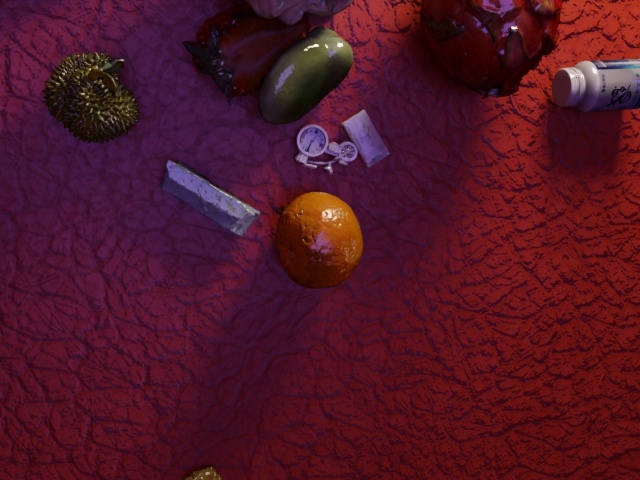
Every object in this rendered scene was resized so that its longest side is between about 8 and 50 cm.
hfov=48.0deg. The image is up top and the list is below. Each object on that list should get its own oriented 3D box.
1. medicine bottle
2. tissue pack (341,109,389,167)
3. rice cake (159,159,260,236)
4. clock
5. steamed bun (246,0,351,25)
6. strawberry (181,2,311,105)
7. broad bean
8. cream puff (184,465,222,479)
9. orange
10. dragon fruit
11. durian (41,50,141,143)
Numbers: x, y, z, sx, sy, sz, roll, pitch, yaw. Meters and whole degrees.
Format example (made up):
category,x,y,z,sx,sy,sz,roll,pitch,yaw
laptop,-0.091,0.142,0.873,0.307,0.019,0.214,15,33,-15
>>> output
category,x,y,z,sx,sy,sz,roll,pitch,yaw
medicine bottle,0.597,-0.329,1.528,0.191,0.107,0.107,-5,101,-13
tissue pack,0.093,-0.209,1.475,0.056,0.023,0.108,-34,105,-5
rice cake,-0.221,-0.082,1.405,0.206,0.063,0.069,31,98,-15
clock,0.009,-0.181,1.453,0.129,0.041,0.087,17,92,-10
steamed bun,-0.034,-0.523,1.244,0.320,0.206,0.275,-43,99,-32
strawberry,-0.136,-0.384,1.338,0.228,0.098,0.174,-44,140,-11
broad bean,-0.034,-0.310,1.368,0.228,0.169,0.100,-34,64,-30
cream puff,-0.249,0.519,1.512,0.083,0.058,0.083,21,93,-14
orange,0.000,0.000,1.411,0.161,0.193,0.193,-12,103,-24
dragon fruit,0.323,-0.443,1.364,0.277,0.277,0.342,11,109,-15
durian,-0.401,-0.242,1.263,0.146,0.198,0.159,-32,127,-16
